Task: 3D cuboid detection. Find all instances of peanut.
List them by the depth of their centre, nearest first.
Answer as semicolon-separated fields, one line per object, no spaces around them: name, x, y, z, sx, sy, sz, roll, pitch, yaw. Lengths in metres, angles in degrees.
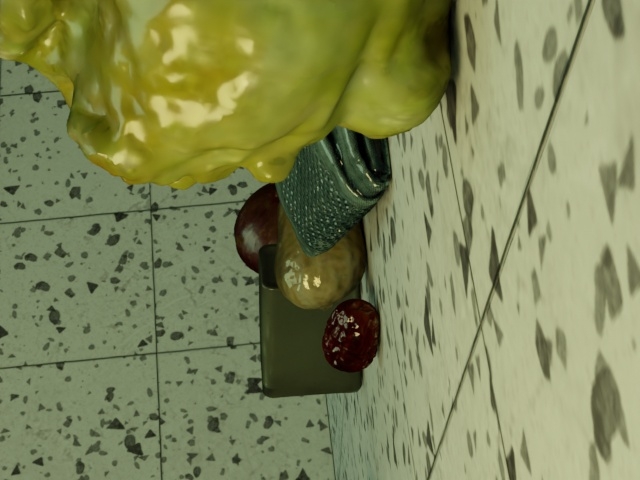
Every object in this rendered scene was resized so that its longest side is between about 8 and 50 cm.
peanut;0.000;0.000;1.544;0.129;0.129;0.224;89;-177;-55

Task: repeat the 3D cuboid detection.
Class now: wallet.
wallet;-0.012;-0.119;1.307;0.342;0.075;0.237;136;118;-72

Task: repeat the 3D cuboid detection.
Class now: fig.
fig;-0.042;-0.022;1.892;0.205;0.205;0.205;175;90;-87

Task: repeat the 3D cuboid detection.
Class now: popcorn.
popcorn;-0.066;-0.186;0.728;0.312;0.312;0.312;175;90;-87

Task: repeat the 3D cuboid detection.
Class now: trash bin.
trash bin;-0.020;0.124;1.761;0.122;0.164;0.240;-99;5;-48

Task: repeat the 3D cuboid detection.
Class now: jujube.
jujube;0.043;0.124;1.450;0.129;0.077;0.077;108;159;-55
